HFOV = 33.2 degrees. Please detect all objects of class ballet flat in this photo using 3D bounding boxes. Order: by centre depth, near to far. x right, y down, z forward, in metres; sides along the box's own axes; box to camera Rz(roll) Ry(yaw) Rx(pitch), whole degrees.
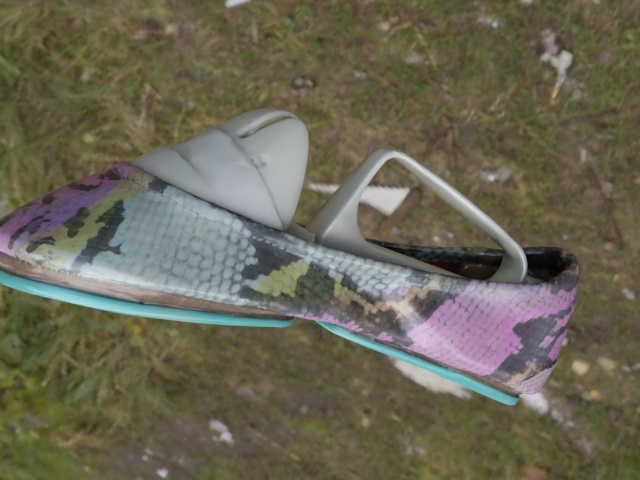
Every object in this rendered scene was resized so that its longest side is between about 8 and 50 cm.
[{"bbox_3d":[0.000,0.000,0.377,0.221,0.079,0.077,16,-171,-26],"label":"ballet flat"}]
